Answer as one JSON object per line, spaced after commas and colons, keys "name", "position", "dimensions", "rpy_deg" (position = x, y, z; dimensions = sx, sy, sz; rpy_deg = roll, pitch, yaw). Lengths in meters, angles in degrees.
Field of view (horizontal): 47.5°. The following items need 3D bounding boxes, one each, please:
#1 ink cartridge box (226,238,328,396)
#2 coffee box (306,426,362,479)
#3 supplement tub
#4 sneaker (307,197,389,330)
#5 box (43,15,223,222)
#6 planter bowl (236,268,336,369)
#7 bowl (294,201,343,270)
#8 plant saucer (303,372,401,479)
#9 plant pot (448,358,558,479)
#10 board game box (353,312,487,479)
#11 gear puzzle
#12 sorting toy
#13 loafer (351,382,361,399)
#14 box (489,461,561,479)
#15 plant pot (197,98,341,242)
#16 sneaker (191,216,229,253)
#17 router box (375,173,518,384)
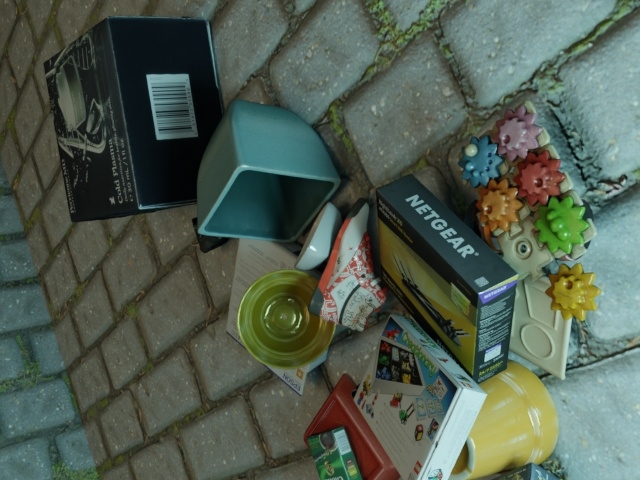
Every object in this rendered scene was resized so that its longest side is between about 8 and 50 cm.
{"name": "ink cartridge box", "position": [-0.099, 0.158, 1.791], "dimensions": [0.324, 0.071, 0.330], "rpy_deg": [33, 124, 38]}
{"name": "coffee box", "position": [0.039, 0.525, 1.661], "dimensions": [0.113, 0.040, 0.184], "rpy_deg": [-31, 75, 49]}
{"name": "supplement tub", "position": [0.335, -0.027, 1.195], "dimensions": [0.198, 0.106, 0.106], "rpy_deg": [8, 105, 49]}
{"name": "sneaker", "position": [0.088, 0.057, 1.538], "dimensions": [0.145, 0.090, 0.270], "rpy_deg": [23, 92, 7]}
{"name": "box", "position": [-0.508, -0.314, 2.003], "dimensions": [0.471, 0.297, 0.480], "rpy_deg": [-5, 95, 52]}
{"name": "planter bowl", "position": [-0.077, 0.173, 1.618], "dimensions": [0.090, 0.217, 0.217], "rpy_deg": [159, 99, -82]}
{"name": "bowl", "position": [0.000, 0.000, 1.593], "dimensions": [0.053, 0.142, 0.142], "rpy_deg": [28, 156, -6]}
{"name": "plant saucer", "position": [0.063, 0.486, 1.694], "dimensions": [0.258, 0.047, 0.259], "rpy_deg": [53, 135, 28]}
{"name": "plant pot", "position": [0.279, 0.330, 1.283], "dimensions": [0.205, 0.188, 0.205], "rpy_deg": [15, 110, 48]}
{"name": "board game box", "position": [0.157, 0.270, 1.247], "dimensions": [0.193, 0.053, 0.305], "rpy_deg": [-68, 21, 10]}
{"name": "gear puzzle", "position": [0.313, -0.031, 1.104], "dimensions": [0.175, 0.044, 0.339], "rpy_deg": [-39, 63, 43]}
{"name": "sorting toy", "position": [0.344, 0.118, 1.241], "dimensions": [0.193, 0.038, 0.208], "rpy_deg": [30, 141, 43]}
{"name": "loafer", "position": [0.147, 0.363, 1.536], "dimensions": [0.220, 0.078, 0.080], "rpy_deg": [20, 114, 47]}
{"name": "box", "position": [0.352, 0.481, 1.254], "dimensions": [0.183, 0.059, 0.233], "rpy_deg": [34, 135, -10]}
{"name": "plant pot", "position": [-0.139, -0.173, 1.638], "dimensions": [0.247, 0.247, 0.252], "rpy_deg": [-50, 45, 44]}
{"name": "sneaker", "position": [-0.266, -0.052, 1.908], "dimensions": [0.267, 0.101, 0.106], "rpy_deg": [-32, 86, 49]}
{"name": "router box", "position": [0.212, 0.066, 1.281], "dimensions": [0.309, 0.081, 0.243], "rpy_deg": [51, 158, 43]}
